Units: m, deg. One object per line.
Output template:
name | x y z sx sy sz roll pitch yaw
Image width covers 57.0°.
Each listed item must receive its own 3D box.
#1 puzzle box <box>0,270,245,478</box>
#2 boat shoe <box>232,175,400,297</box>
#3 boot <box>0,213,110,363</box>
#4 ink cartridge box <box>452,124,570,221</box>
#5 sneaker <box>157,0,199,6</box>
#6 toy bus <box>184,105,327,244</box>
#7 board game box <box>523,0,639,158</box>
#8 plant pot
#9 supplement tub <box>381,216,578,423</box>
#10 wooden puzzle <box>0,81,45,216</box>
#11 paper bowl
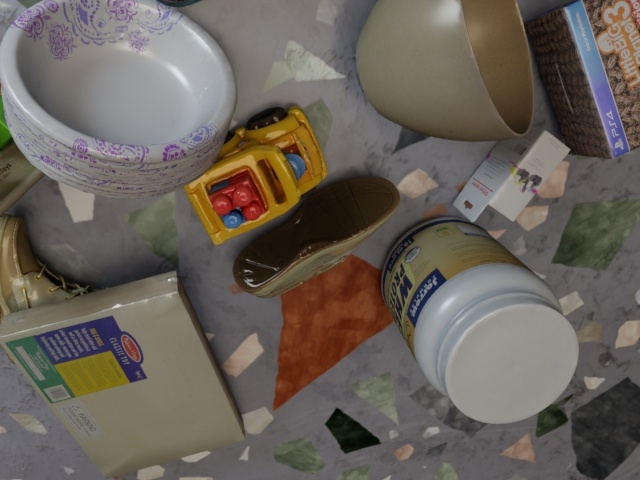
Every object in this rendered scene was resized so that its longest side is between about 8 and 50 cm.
puzzle box | -0.305 0.242 0.989 0.272 0.052 0.409 -14 130 -3
boat shoe | 0.000 0.000 0.985 0.302 0.109 0.098 -33 152 4
boot | -0.405 0.080 0.945 0.203 0.095 0.262 -1 113 -8
ink cartridge box | 0.312 -0.104 0.982 0.061 0.104 0.181 31 104 -18
sneaker | -0.118 -0.390 0.789 0.261 0.125 0.104 -30 114 4
toy bus | -0.094 -0.090 0.867 0.220 0.211 0.150 -25 112 0
board game box | 0.505 -0.292 0.898 0.290 0.141 0.232 -25 102 1
plant pot | 0.164 -0.263 0.835 0.190 0.284 0.284 -11 119 35
supplement tub | 0.238 0.114 0.941 0.228 0.316 0.229 -3 111 -8
wooden puzzle | -0.495 -0.183 0.710 0.080 0.322 0.348 -33 114 34
paper bowl | -0.263 -0.180 0.786 0.284 0.284 0.148 15 144 -14
